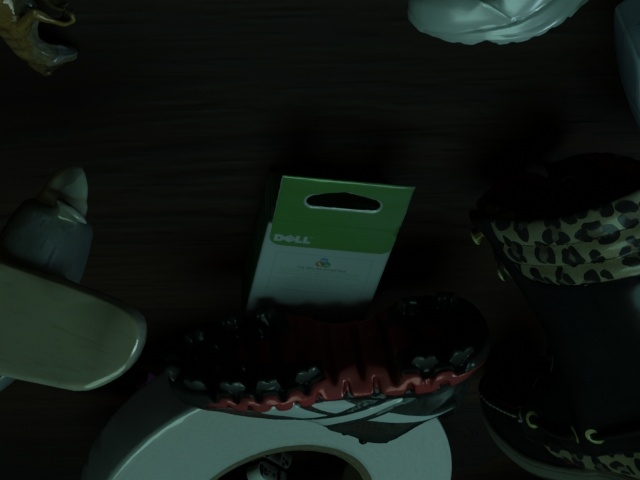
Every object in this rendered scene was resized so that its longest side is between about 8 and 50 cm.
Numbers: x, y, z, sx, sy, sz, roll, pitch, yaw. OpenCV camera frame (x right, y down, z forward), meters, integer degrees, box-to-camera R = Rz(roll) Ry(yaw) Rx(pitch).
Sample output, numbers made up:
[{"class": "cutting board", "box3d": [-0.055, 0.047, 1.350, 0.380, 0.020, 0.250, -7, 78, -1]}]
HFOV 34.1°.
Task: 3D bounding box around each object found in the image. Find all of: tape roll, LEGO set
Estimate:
[{"class": "tape roll", "box3d": [-0.052, 0.264, 1.090, 0.392, 0.072, 0.392, -9, 127, -13]}, {"class": "LEGO set", "box3d": [-0.137, 0.247, 1.144, 0.087, 0.093, 0.227, -30, 131, 29]}]

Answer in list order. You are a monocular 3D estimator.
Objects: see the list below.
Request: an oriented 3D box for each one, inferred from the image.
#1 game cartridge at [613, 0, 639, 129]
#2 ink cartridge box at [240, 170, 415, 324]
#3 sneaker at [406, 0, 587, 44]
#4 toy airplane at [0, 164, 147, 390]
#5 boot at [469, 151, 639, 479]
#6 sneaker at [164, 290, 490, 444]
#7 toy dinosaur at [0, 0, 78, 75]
[{"class": "game cartridge", "box3d": [0.320, -0.110, 0.721, 0.196, 0.060, 0.294, -25, 149, 26]}, {"class": "ink cartridge box", "box3d": [0.000, 0.000, 0.889, 0.109, 0.062, 0.209, 6, 139, -10]}, {"class": "sneaker", "box3d": [0.153, -0.208, 0.653, 0.232, 0.090, 0.115, -23, 128, 10]}, {"class": "toy airplane", "box3d": [-0.353, -0.013, 0.711, 0.384, 0.272, 0.386, -27, 103, 17]}, {"class": "boot", "box3d": [0.217, 0.075, 0.892, 0.138, 0.377, 0.284, -30, 104, -14]}, {"class": "sneaker", "box3d": [0.007, 0.123, 0.907, 0.276, 0.098, 0.135, -6, 137, -1]}, {"class": "toy dinosaur", "box3d": [-0.226, -0.179, 0.683, 0.112, 0.064, 0.211, -21, 134, 23]}]
